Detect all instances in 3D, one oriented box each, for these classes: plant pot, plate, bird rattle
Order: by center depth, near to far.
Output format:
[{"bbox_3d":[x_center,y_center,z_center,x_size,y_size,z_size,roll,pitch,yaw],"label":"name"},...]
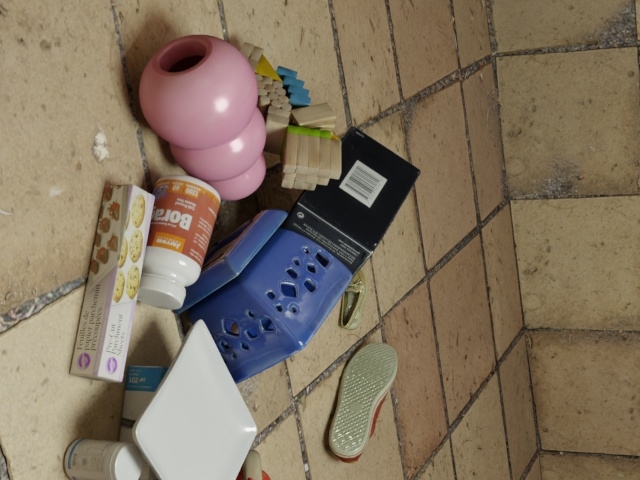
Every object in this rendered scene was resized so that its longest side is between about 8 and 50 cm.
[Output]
[{"bbox_3d":[-0.216,0.323,1.707,0.278,0.045,0.277,-64,141,-49],"label":"plate"},{"bbox_3d":[-0.118,0.093,1.859,0.212,0.236,0.236,49,42,-10],"label":"plant pot"},{"bbox_3d":[-0.138,0.500,1.925,0.253,0.143,0.206,85,-4,-50],"label":"bird rattle"}]

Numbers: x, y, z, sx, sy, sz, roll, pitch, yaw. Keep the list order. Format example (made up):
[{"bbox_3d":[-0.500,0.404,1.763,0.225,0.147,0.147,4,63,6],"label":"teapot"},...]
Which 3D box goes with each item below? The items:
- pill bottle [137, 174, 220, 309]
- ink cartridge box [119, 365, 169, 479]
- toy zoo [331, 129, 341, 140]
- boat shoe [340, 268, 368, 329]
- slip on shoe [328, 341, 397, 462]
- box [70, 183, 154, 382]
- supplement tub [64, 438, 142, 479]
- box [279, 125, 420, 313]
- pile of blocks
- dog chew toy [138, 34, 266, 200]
[{"bbox_3d":[-0.256,0.004,1.749,0.121,0.121,0.216,47,49,-51],"label":"pill bottle"},{"bbox_3d":[-0.274,0.319,1.748,0.140,0.082,0.190,26,67,-59],"label":"ink cartridge box"},{"bbox_3d":[0.052,-0.148,2.344,0.293,0.030,0.192,45,31,-52],"label":"toy zoo"},{"bbox_3d":[0.076,0.138,2.423,0.048,0.056,0.152,25,75,-64],"label":"boat shoe"},{"bbox_3d":[0.100,0.385,2.416,0.101,0.123,0.331,90,18,-52],"label":"slip on shoe"},{"bbox_3d":[-0.339,0.068,1.655,0.067,0.063,0.323,32,62,-56],"label":"box"},{"bbox_3d":[-0.344,0.351,1.595,0.071,0.107,0.070,2,88,-62],"label":"supplement tub"},{"bbox_3d":[0.021,-0.021,2.054,0.294,0.183,0.296,-57,180,44],"label":"box"},{"bbox_3d":[-0.067,-0.225,1.954,0.149,0.362,0.112,-13,147,-25],"label":"pile of blocks"},{"bbox_3d":[-0.192,-0.203,1.808,0.331,0.207,0.206,70,33,-46],"label":"dog chew toy"}]
